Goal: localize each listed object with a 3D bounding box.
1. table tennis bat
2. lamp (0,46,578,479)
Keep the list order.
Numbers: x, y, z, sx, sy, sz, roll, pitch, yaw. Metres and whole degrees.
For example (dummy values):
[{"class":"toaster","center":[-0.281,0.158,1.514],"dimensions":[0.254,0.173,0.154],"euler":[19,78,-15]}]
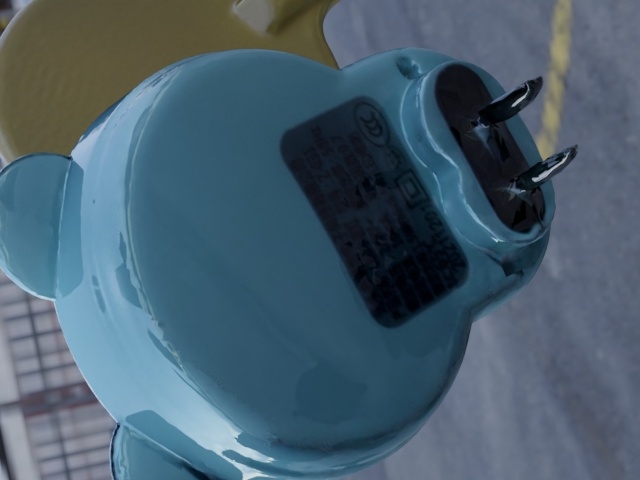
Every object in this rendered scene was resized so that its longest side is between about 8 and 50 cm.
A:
[{"class":"table tennis bat","center":[-0.050,-0.118,0.972],"dimensions":[0.198,0.321,0.050],"euler":[39,150,15]},{"class":"lamp","center":[-0.006,0.003,0.792],"dimensions":[0.209,0.284,0.147],"euler":[62,160,-1]}]
